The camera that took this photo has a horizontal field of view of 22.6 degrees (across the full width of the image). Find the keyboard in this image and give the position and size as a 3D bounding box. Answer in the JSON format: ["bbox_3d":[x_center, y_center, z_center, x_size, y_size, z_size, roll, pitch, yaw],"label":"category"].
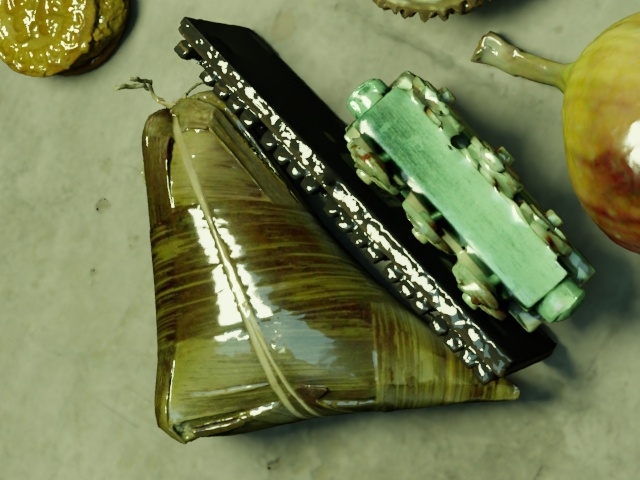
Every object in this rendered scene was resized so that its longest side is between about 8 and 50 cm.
[{"bbox_3d":[0.025,-0.031,1.045,0.317,0.106,0.027,48,112,17],"label":"keyboard"}]

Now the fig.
[{"bbox_3d":[0.191,-0.093,0.973,0.160,0.143,0.231,-36,68,-16],"label":"fig"}]

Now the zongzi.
[{"bbox_3d":[0.000,0.000,1.061,0.241,0.111,0.247,-7,84,11],"label":"zongzi"}]

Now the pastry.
[{"bbox_3d":[-0.192,-0.167,1.155,0.109,0.057,0.097,-17,89,21],"label":"pastry"}]

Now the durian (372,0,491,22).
[{"bbox_3d":[0.096,-0.214,1.036,0.188,0.091,0.148,8,101,5],"label":"durian"}]

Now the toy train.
[{"bbox_3d":[0.096,-0.025,1.011,0.081,0.125,0.194,-44,79,12],"label":"toy train"}]
